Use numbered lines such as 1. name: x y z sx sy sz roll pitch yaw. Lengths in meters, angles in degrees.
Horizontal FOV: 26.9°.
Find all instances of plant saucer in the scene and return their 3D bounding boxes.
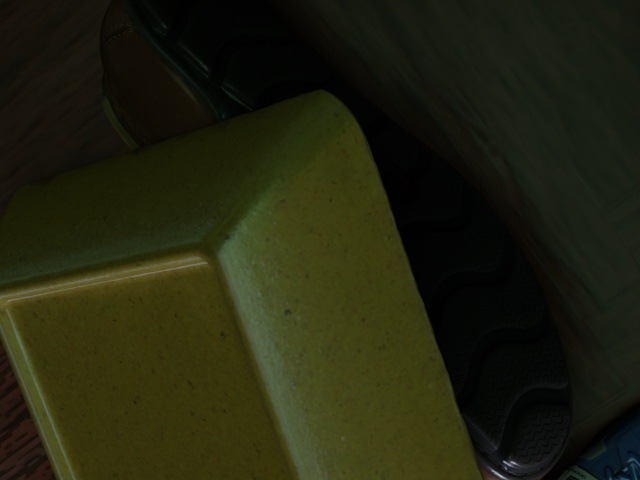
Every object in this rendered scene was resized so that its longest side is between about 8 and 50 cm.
1. plant saucer: -0.068 0.110 0.781 0.332 0.081 0.333 -12 101 46

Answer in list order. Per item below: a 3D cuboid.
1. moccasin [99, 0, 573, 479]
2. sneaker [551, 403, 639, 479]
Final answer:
1. moccasin: -0.002 0.002 0.809 0.380 0.139 0.147 43 143 9
2. sneaker: 0.167 0.176 0.818 0.080 0.081 0.211 46 105 7
